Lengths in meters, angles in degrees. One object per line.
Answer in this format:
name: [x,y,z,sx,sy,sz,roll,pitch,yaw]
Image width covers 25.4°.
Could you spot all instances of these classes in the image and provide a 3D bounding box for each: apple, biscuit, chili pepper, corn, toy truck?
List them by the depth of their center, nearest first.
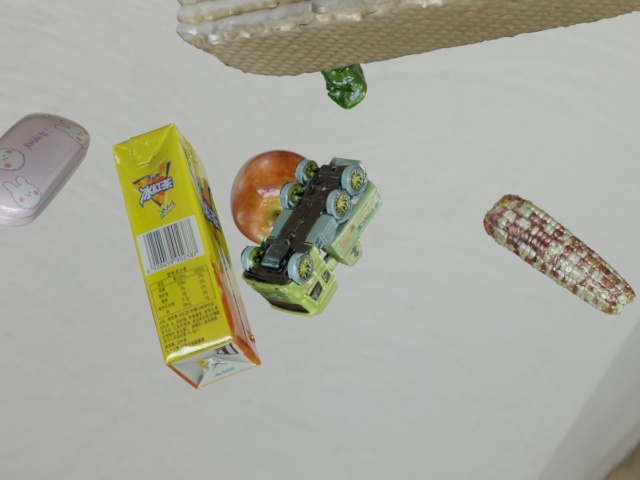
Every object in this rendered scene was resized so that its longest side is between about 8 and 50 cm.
biscuit: [0.106,-0.192,1.015,0.426,0.078,0.144,-7,-8,25]
toy truck: [0.000,0.000,1.423,0.077,0.100,0.169,8,57,38]
corn: [0.329,0.021,1.975,0.237,0.079,0.079,40,30,16]
apple: [-0.067,-0.068,2.291,0.163,0.163,0.139,18,30,-15]
chili pepper: [0.001,-0.314,2.329,0.100,0.074,0.257,-25,50,-14]

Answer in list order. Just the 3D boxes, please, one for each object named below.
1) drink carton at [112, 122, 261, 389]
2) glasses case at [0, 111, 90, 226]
drink carton: [-0.196,0.023,2.064,0.154,0.111,0.351,57,14,-66]
glasses case: [-0.433,-0.110,2.110,0.113,0.075,0.297,19,30,2]
